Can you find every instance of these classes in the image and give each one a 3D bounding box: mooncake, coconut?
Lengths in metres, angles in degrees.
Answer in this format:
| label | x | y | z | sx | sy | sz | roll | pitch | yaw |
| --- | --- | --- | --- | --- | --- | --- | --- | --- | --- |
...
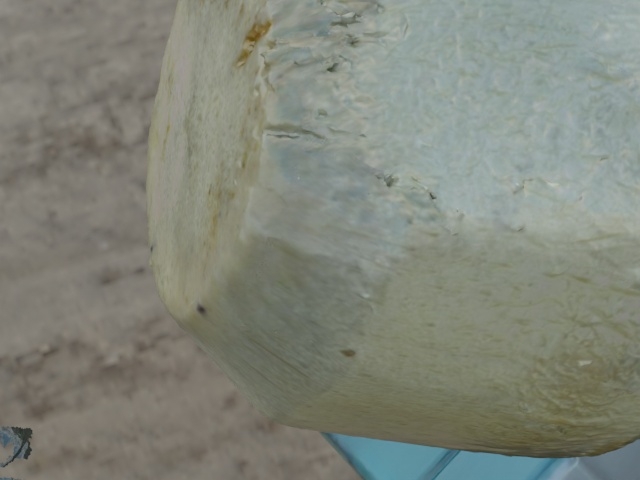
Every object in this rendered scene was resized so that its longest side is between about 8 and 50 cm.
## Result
| label | x | y | z | sx | sy | sz | roll | pitch | yaw |
| --- | --- | --- | --- | --- | --- | --- | --- | --- | --- |
| mooncake | -0.167 | 0.294 | 1.537 | 0.150 | 0.347 | 0.057 | -24 | -1 | -9 |
| coconut | 0.045 | -0.024 | 0.486 | 0.162 | 0.161 | 0.161 | 5 | 36 | -20 |

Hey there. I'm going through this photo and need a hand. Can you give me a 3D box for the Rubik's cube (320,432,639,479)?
| label | x | y | z | sx | sy | sz | roll | pitch | yaw |
| --- | --- | --- | --- | --- | --- | --- | --- | --- | --- |
| Rubik's cube | 0.132 | 0.058 | 0.724 | 0.213 | 0.224 | 0.265 | -45 | 33 | -1 |
